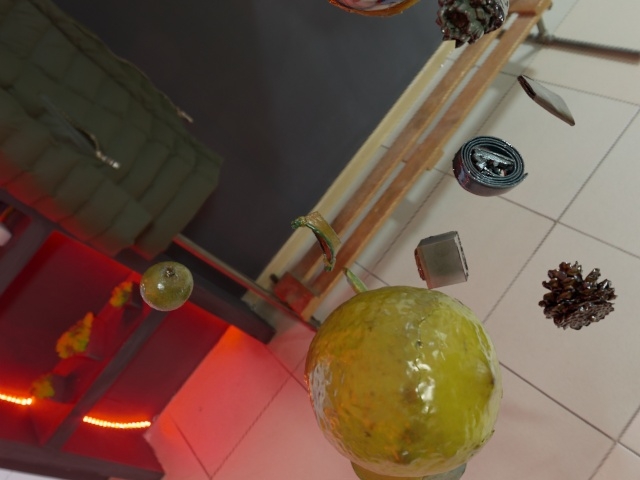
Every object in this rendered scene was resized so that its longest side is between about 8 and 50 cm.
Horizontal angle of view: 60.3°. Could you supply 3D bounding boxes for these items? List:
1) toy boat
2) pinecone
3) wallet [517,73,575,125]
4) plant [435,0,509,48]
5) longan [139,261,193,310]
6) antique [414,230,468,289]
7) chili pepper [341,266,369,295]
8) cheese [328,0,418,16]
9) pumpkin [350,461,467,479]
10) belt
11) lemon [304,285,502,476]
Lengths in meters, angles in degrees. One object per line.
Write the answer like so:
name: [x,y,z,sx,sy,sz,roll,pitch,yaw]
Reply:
toy boat: [0.000,0.000,1.531,0.088,0.229,0.089,-40,41,-4]
pinecone: [0.481,0.103,1.045,0.140,0.140,0.121,-24,52,22]
wallet: [0.760,-0.475,1.847,0.031,0.255,0.137,-43,45,37]
plant: [0.346,-0.521,1.244,0.132,0.129,0.194,-19,18,44]
longan: [-0.214,0.060,0.771,0.083,0.075,0.075,-57,34,42]
antique: [0.376,0.060,1.721,0.148,0.152,0.146,-16,95,18]
chili pepper: [0.108,0.133,1.211,0.208,0.049,0.043,52,129,19]
cheese: [0.090,-0.319,0.593,0.270,0.177,0.069,6,57,9]
pumpkin: [0.221,0.559,1.533,0.332,0.199,0.332,-6,81,42]
belt: [0.602,-0.260,1.935,0.267,0.116,0.206,8,68,-8]
lemon: [0.138,0.254,1.008,0.387,0.350,0.350,-14,54,46]
